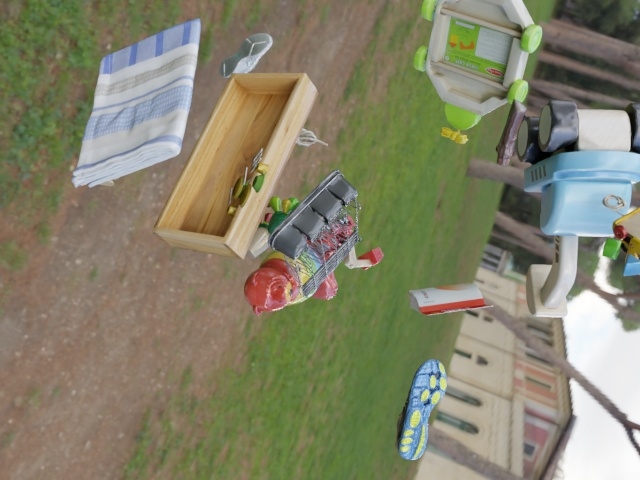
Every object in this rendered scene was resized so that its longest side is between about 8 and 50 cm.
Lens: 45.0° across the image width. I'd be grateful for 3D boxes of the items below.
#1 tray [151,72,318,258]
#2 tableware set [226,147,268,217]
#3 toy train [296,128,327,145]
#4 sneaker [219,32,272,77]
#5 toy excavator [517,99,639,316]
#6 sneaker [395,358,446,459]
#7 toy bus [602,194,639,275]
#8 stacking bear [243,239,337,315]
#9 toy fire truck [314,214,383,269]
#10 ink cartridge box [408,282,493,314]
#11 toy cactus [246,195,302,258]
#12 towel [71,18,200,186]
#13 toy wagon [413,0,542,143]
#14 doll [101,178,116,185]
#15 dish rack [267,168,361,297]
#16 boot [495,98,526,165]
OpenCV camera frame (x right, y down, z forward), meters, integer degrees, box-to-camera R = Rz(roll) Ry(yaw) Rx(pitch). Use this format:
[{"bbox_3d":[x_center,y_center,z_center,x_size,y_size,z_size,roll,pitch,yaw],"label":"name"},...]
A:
[{"bbox_3d":[-0.173,-0.166,1.613,0.076,0.203,0.411,48,58,-50],"label":"tray"},{"bbox_3d":[-0.139,-0.098,1.485,0.154,0.024,0.104,-45,-148,44],"label":"tableware set"},{"bbox_3d":[-0.107,-0.259,1.965,0.143,0.248,0.105,130,-24,-86],"label":"toy train"},{"bbox_3d":[-0.170,-0.438,1.838,0.152,0.053,0.061,-32,163,23],"label":"sneaker"},{"bbox_3d":[0.544,-0.050,1.695,0.433,0.222,0.445,117,-24,-86],"label":"toy excavator"},{"bbox_3d":[0.176,0.307,1.427,0.078,0.067,0.188,167,-57,-73],"label":"sneaker"},{"bbox_3d":[0.625,0.021,1.459,0.202,0.191,0.104,-69,161,-46],"label":"toy bus"},{"bbox_3d":[-0.086,0.096,1.939,0.289,0.164,0.175,-28,126,-60],"label":"stacking bear"},{"bbox_3d":[0.060,0.015,1.756,0.047,0.135,0.192,-29,178,32],"label":"toy fire truck"},{"bbox_3d":[0.274,0.124,1.659,0.179,0.145,0.045,162,-79,-86],"label":"ink cartridge box"},{"bbox_3d":[-0.104,-0.024,1.749,0.219,0.112,0.180,-4,-141,52],"label":"toy cactus"},{"bbox_3d":[-0.292,-0.224,1.238,0.034,0.209,0.285,45,38,-47],"label":"towel"},{"bbox_3d":[0.330,-0.381,1.685,0.068,0.267,0.344,-30,138,-41],"label":"toy wagon"},{"bbox_3d":[-0.400,-0.206,1.499,0.129,0.046,0.189,-30,-128,54],"label":"doll"},{"bbox_3d":[0.000,0.000,1.601,0.208,0.074,0.271,-45,159,-15],"label":"dish rack"},{"bbox_3d":[0.338,-0.200,1.360,0.106,0.037,0.114,-66,165,-59],"label":"boot"}]
